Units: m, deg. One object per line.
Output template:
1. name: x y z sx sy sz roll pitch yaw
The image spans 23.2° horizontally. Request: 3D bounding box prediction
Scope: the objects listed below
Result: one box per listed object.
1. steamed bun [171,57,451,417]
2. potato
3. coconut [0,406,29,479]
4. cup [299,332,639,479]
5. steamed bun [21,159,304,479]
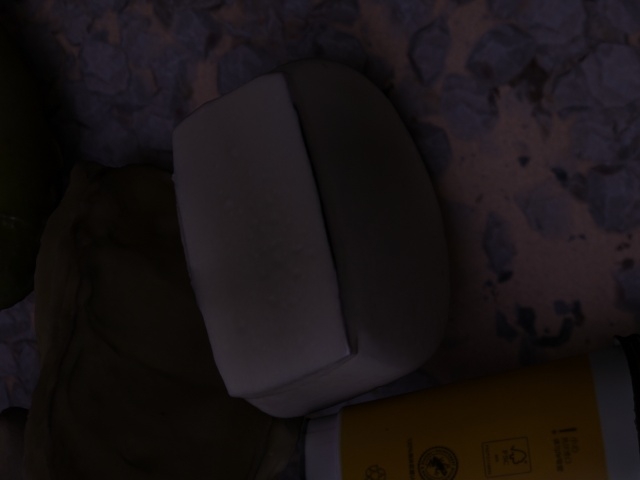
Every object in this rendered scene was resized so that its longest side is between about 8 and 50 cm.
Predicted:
1. steamed bun: 0.000 0.000 1.142 0.146 0.164 0.241 -22 76 33
2. potato: -0.301 -0.085 1.294 0.176 0.141 0.298 -7 97 26
3. coconut: -0.226 0.284 1.319 0.329 0.329 0.328 10 114 24
4. cup: 0.133 0.173 1.095 0.280 0.196 0.196 -8 107 8
5. steamed bun: -0.113 0.147 1.188 0.247 0.428 0.189 10 137 -18
